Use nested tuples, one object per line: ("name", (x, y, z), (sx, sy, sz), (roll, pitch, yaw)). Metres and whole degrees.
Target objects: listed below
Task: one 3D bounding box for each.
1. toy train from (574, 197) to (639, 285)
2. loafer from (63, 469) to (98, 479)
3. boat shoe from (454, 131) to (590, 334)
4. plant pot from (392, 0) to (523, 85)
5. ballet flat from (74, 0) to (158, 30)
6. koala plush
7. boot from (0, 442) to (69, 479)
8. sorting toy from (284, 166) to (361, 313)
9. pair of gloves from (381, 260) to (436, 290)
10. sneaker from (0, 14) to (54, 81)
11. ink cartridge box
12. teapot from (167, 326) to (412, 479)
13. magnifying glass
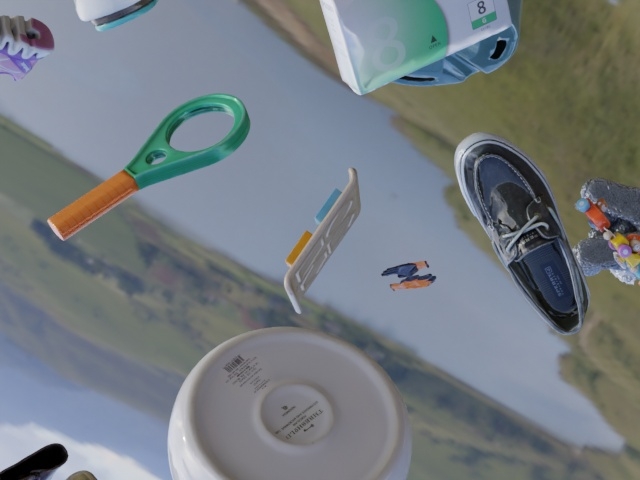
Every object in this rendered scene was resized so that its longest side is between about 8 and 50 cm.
("toy train", (0.445, -0.002, 1.886), (0.166, 0.046, 0.125), (45, -172, -39))
("loafer", (-0.278, 0.307, 1.498), (0.050, 0.056, 0.148), (-16, -173, -34))
("boat shoe", (0.312, -0.010, 1.883), (0.335, 0.121, 0.119), (55, -167, -15))
("plant pot", (0.150, -0.420, 1.798), (0.341, 0.334, 0.341), (2, 160, 1))
("ballet flat", (-0.240, -0.352, 1.525), (0.139, 0.139, 0.400), (31, -165, -13))
("koala plush", (0.610, -0.004, 2.531), (0.203, 0.196, 0.221), (9, 171, 13))
("boot", (-0.463, 0.364, 1.681), (0.090, 0.207, 0.248), (49, -141, 17))
("sorting toy", (0.000, 0.000, 1.917), (0.038, 0.208, 0.193), (29, 171, 9))
("pair of gloves", (0.136, 0.056, 1.953), (0.074, 0.010, 0.083), (-12, 150, 15))
("sneaker", (-0.542, -0.311, 1.996), (0.236, 0.104, 0.095), (15, -138, -32))
("ink cartridge box", (0.080, -0.277, 1.230), (0.056, 0.181, 0.225), (44, 156, 55))
("teapot", (-0.039, 0.225, 1.257), (0.255, 0.253, 0.187), (3, 138, -10))
("magnifying glass", (-0.170, -0.075, 1.278), (0.092, 0.231, 0.026), (37, 158, 42))
